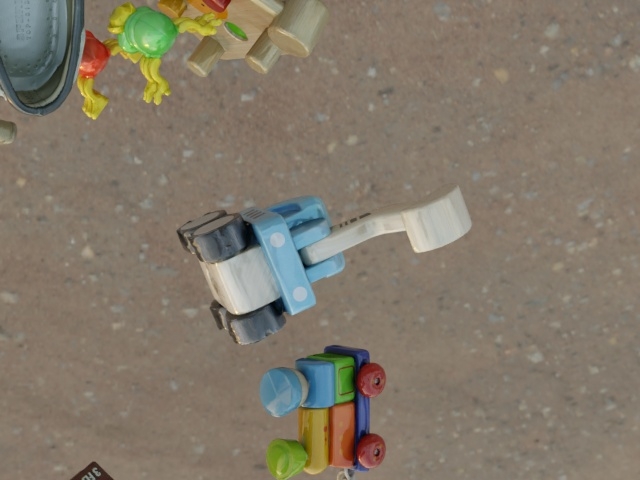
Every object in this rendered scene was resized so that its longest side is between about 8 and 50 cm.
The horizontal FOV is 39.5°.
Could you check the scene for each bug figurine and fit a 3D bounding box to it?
[{"bbox_3d":[-0.139,-0.236,0.792,0.072,0.216,0.279,37,84,-35],"label":"bug figurine"}]

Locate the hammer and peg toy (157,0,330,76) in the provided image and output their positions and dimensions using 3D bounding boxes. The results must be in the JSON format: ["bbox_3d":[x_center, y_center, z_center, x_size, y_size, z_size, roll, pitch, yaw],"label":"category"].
[{"bbox_3d":[-0.132,-0.336,1.143,0.266,0.361,0.127,41,75,-30],"label":"hammer and peg toy"}]

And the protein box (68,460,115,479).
[{"bbox_3d":[-0.167,0.313,0.641,0.201,0.136,0.200,41,127,9],"label":"protein box"}]

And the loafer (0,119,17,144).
[{"bbox_3d":[-0.596,-0.187,1.543,0.148,0.056,0.050,-10,162,18],"label":"loafer"}]

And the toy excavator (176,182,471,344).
[{"bbox_3d":[0.000,0.000,1.643,0.445,0.433,0.222,-26,103,-14],"label":"toy excavator"}]

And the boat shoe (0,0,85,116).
[{"bbox_3d":[-0.227,-0.241,0.684,0.114,0.091,0.302,-18,134,-25],"label":"boat shoe"}]

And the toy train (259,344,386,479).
[{"bbox_3d":[-0.004,0.257,1.067,0.105,0.248,0.143,4,-175,44],"label":"toy train"}]
